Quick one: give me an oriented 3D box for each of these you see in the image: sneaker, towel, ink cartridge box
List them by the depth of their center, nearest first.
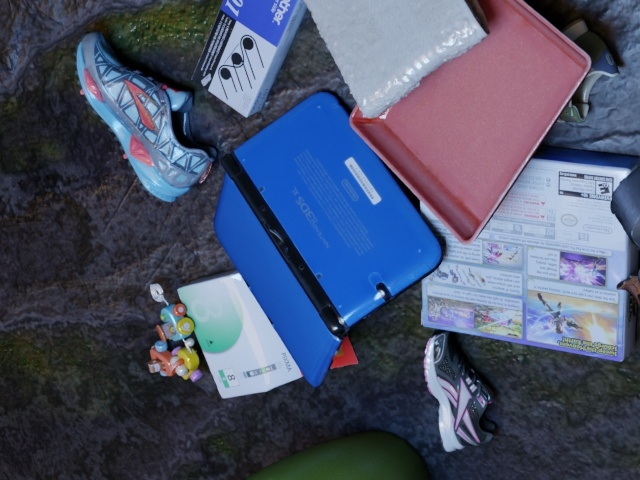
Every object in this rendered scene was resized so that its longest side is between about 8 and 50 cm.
[{"bbox_3d":[0.269,-0.161,1.534,0.086,0.064,0.192,47,123,12],"label":"sneaker"},{"bbox_3d":[0.066,-0.304,1.557,0.187,0.049,0.282,-35,70,29],"label":"towel"},{"bbox_3d":[-0.087,-0.273,1.716,0.097,0.046,0.207,35,124,13],"label":"ink cartridge box"},{"bbox_3d":[0.190,0.194,1.740,0.077,0.072,0.178,-7,115,21],"label":"sneaker"},{"bbox_3d":[-0.235,-0.190,1.827,0.125,0.104,0.261,-30,97,19],"label":"sneaker"},{"bbox_3d":[-0.078,0.123,1.873,0.225,0.056,0.181,-14,102,36],"label":"ink cartridge box"}]

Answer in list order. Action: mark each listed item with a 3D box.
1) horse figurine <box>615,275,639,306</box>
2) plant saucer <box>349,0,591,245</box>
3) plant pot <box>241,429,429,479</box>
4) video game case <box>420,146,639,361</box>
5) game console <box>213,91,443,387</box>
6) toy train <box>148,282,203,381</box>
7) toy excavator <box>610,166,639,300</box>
[{"bbox_3d":[0.480,0.063,1.499,0.263,0.066,0.174,-9,106,27],"label":"horse figurine"},{"bbox_3d":[0.176,-0.168,1.531,0.259,0.048,0.258,50,120,37],"label":"plant saucer"},{"bbox_3d":[0.023,0.381,1.768,0.275,0.293,0.274,12,115,26],"label":"plant pot"},{"bbox_3d":[0.254,0.006,1.617,0.270,0.061,0.244,9,113,28],"label":"video game case"},{"bbox_3d":[0.000,0.000,1.733,0.250,0.173,0.293,-35,69,3],"label":"game console"},{"bbox_3d":[-0.231,0.152,1.946,0.125,0.046,0.166,31,137,39],"label":"toy train"},{"bbox_3d":[0.523,-0.042,1.255,0.445,0.222,0.433,-23,138,6],"label":"toy excavator"}]
